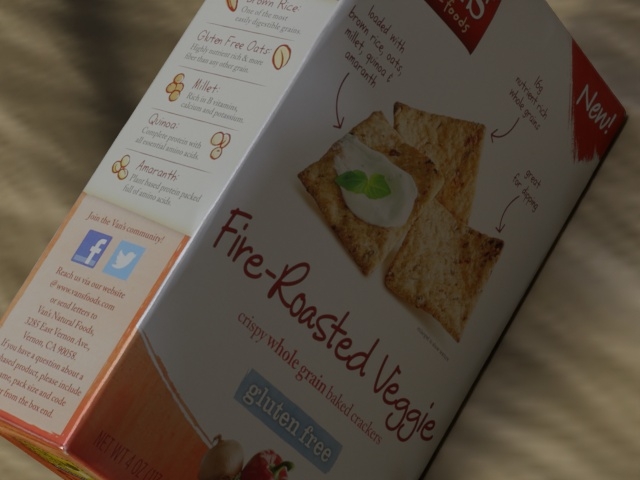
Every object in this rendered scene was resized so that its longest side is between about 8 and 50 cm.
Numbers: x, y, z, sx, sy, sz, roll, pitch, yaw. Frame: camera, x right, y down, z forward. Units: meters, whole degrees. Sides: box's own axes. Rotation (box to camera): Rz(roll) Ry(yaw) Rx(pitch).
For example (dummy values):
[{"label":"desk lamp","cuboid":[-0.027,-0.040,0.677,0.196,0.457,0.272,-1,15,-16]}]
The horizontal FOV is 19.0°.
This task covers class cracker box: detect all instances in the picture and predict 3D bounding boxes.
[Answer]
[{"label":"cracker box","cuboid":[0.000,0.000,0.664,0.067,0.156,0.232,16,70,43]}]
